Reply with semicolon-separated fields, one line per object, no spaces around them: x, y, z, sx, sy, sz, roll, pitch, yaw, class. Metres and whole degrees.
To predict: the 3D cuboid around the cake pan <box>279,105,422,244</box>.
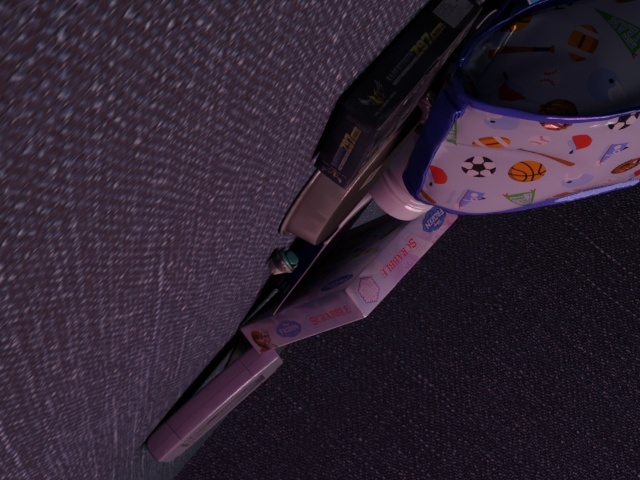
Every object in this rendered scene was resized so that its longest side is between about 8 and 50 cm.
0.052;-0.107;1.851;0.293;0.054;0.293;-50;174;-7;cake pan

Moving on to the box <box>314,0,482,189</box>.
0.095;-0.191;1.583;0.233;0.059;0.183;-49;175;-23;box

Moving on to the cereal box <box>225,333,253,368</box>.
-0.111;0.187;2.569;0.173;0.047;0.240;-47;174;-26;cereal box

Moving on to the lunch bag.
0.316;-0.191;1.746;0.385;0.239;0.328;-17;161;-14;lunch bag

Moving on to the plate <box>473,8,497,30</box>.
0.223;-0.309;2.063;0.188;0.024;0.188;-51;175;-6;plate

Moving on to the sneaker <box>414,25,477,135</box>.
0.200;-0.254;1.934;0.132;0.086;0.229;-51;175;-23;sneaker

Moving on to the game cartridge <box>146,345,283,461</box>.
-0.198;0.303;2.374;0.297;0.062;0.198;-41;167;-6;game cartridge

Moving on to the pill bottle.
0.211;-0.156;2.093;0.283;0.160;0.160;-38;-175;42;pill bottle

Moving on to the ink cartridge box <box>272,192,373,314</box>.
0.000;0.000;2.193;0.224;0.045;0.223;-46;175;-47;ink cartridge box

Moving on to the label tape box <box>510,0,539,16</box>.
0.388;-0.378;2.137;0.249;0.115;0.348;-55;137;-30;label tape box

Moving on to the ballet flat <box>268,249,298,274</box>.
-0.062;0.038;1.997;0.041;0.041;0.114;-51;174;6;ballet flat

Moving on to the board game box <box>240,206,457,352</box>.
0.051;0.059;2.275;0.318;0.066;0.318;-23;-164;50;board game box
